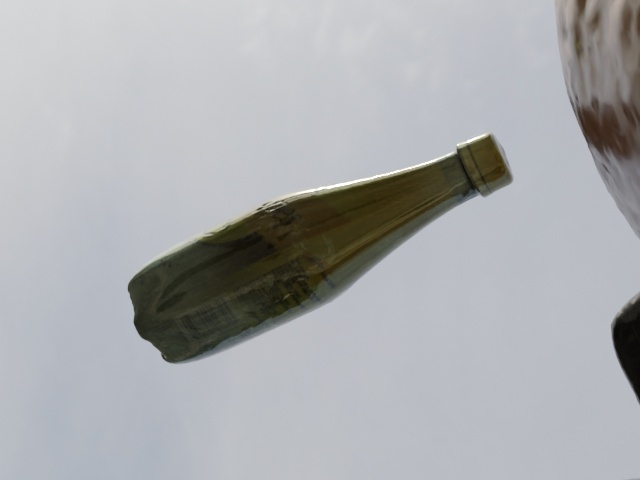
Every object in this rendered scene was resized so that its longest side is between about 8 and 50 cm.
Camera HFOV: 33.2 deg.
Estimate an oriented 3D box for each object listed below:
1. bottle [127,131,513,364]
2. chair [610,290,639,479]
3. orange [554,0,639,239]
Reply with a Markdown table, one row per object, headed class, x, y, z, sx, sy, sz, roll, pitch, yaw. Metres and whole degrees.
| class | x | y | z | sx | sy | sz | roll | pitch | yaw |
| --- | --- | --- | --- | --- | --- | --- | --- | --- | --- |
| bottle | 0.000 | 0.000 | 0.717 | 0.270 | 0.083 | 0.083 | -26 | -105 | 13 |
| chair | 0.217 | 0.068 | 0.556 | 0.140 | 0.221 | 0.145 | -42 | -126 | 39 |
| orange | 0.203 | -0.076 | 0.383 | 0.196 | 0.334 | 0.262 | -24 | -70 | 41 |
